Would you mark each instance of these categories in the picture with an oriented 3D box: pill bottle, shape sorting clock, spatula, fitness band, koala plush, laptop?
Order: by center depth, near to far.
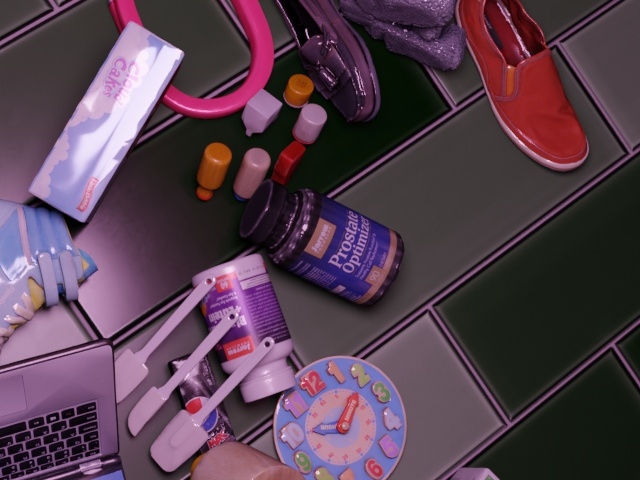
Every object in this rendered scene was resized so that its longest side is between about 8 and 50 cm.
[{"bbox_3d":[-0.408,0.376,1.615,0.382,0.408,0.236,-15,51,-19],"label":"laptop"},{"bbox_3d":[-0.182,0.180,1.758,0.168,0.019,0.242,45,97,13],"label":"spatula"},{"bbox_3d":[-0.102,0.125,1.811,0.108,0.108,0.194,-19,86,-19],"label":"pill bottle"},{"bbox_3d":[0.000,0.000,1.843,0.219,0.123,0.123,26,74,-20],"label":"pill bottle"},{"bbox_3d":[0.030,0.270,1.862,0.206,0.040,0.206,3,80,-16],"label":"shape sorting clock"},{"bbox_3d":[-0.189,-0.320,1.896,0.209,0.054,0.291,-24,89,-22],"label":"fitness band"},{"bbox_3d":[0.154,-0.412,1.945,0.203,0.196,0.221,22,73,20],"label":"koala plush"}]

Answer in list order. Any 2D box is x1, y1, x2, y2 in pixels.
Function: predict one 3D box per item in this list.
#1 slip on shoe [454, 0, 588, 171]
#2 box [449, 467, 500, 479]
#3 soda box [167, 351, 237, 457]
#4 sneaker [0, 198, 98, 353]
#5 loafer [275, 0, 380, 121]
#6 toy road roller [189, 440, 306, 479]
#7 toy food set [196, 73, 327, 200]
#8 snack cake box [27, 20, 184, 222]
[{"bbox_3d":[0.322,-0.257,2.012,0.123,0.101,0.331,-28,91,-21],"label":"slip on shoe"},{"bbox_3d":[0.221,0.395,1.866,0.087,0.102,0.101,45,70,-7],"label":"box"},{"bbox_3d":[-0.162,0.240,1.798,0.053,0.060,0.169,-18,86,-14],"label":"soda box"},{"bbox_3d":[-0.407,0.093,1.716,0.208,0.127,0.319,6,80,-15],"label":"sneaker"},{"bbox_3d":[-0.012,-0.306,1.909,0.095,0.109,0.303,-16,77,-35],"label":"loafer"},{"bbox_3d":[-0.039,0.433,1.716,0.240,0.202,0.330,-5,100,-32],"label":"toy road roller"},{"bbox_3d":[-0.080,-0.136,1.888,0.111,0.104,0.232,36,54,6],"label":"toy food set"},{"bbox_3d":[-0.289,-0.156,1.749,0.089,0.152,0.264,31,86,-6],"label":"snack cake box"}]
